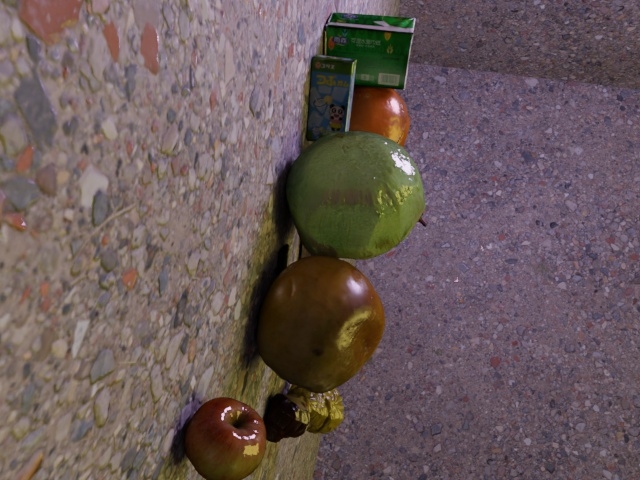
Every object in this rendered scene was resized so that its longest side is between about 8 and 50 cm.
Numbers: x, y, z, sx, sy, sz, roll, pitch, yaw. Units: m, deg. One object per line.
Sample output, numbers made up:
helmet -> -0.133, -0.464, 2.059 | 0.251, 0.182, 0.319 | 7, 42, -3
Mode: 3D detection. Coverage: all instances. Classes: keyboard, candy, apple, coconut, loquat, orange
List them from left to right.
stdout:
apple -> -0.144, 0.299, 0.734 | 0.102, 0.126, 0.126 | -57, 178, 17
keyboard -> -0.096, 0.112, 1.160 | 0.061, 0.013, 0.204 | -54, 153, -69
loquat -> -0.006, 0.175, 1.059 | 0.283, 0.276, 0.276 | -57, 164, -18
candy -> 0.025, -0.328, 1.153 | 0.062, 0.098, 0.194 | -62, 160, -60
coconut -> 0.078, -0.091, 1.112 | 0.328, 0.329, 0.281 | 81, -14, -64
orange -> 0.118, -0.295, 1.348 | 0.284, 0.226, 0.283 | -169, -90, -88

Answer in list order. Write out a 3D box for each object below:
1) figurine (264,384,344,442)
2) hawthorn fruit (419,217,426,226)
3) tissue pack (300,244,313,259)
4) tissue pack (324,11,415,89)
figurine -> -0.054, 0.477, 1.397 | 0.187, 0.168, 0.315 | 58, 5, 20
hawthorn fruit -> 0.215, -0.135, 1.904 | 0.308, 0.325, 0.307 | 18, 69, -57
tissue pack -> 0.000, 0.000, 1.441 | 0.235, 0.073, 0.173 | -60, 158, -64
tissue pack -> 0.124, -0.488, 1.238 | 0.156, 0.209, 0.147 | -74, 169, -45
